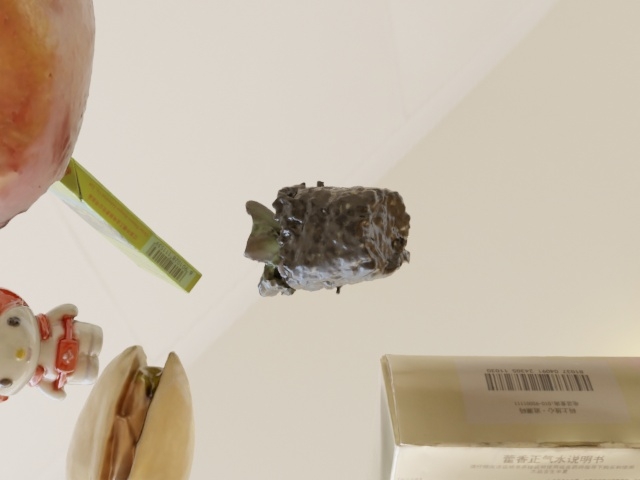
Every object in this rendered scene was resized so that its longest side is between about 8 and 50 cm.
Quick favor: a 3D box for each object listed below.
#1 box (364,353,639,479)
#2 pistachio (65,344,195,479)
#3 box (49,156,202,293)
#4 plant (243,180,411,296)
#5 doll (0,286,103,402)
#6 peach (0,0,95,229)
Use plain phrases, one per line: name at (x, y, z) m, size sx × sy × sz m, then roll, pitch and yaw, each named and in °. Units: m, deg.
box at (0.143, 0.170, 0.741) m, size 0.212 × 0.095 × 0.168 m, roll 1°, pitch -51°, yaw -5°
pistachio at (-0.293, 0.323, 1.607) m, size 0.214 × 0.193 × 0.318 m, roll 141°, pitch 144°, yaw -87°
box at (-0.348, -0.045, 1.630) m, size 0.047 × 0.187 × 0.335 m, roll -52°, pitch -53°, yaw -12°
plant at (0.000, 0.000, 1.209) m, size 0.131 × 0.203 × 0.143 m, roll -6°, pitch -85°, yaw -60°
doll at (-0.439, 0.140, 1.347) m, size 0.290 × 0.130 × 0.161 m, roll 8°, pitch -88°, yaw -26°
peach at (-0.354, -0.190, 0.727) m, size 0.335 × 0.406 × 0.310 m, roll -38°, pitch -24°, yaw 1°
